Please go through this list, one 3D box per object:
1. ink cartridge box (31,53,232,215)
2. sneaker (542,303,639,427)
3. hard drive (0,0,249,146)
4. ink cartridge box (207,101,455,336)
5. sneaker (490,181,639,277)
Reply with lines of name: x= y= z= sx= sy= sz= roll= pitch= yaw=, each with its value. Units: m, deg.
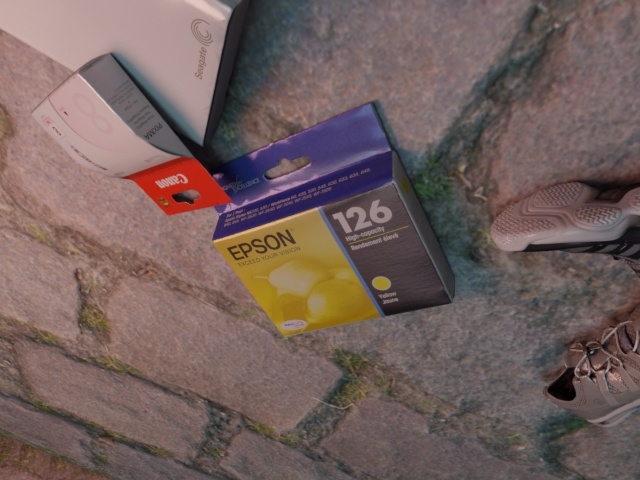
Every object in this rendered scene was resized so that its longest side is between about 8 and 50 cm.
ink cartridge box: x=-0.259 y=-0.113 z=0.606 sx=0.189 sy=0.066 sz=0.232 roll=-5 pitch=128 yaw=43
sneaker: x=0.422 y=0.184 z=0.646 sx=0.116 sy=0.105 sz=0.281 roll=11 pitch=130 yaw=8
hard drive: x=-0.264 y=-0.267 z=0.485 sx=0.353 sy=0.047 sz=0.233 roll=29 pitch=151 yaw=-8
ink cartridge box: x=0.000 y=0.000 z=0.653 sx=0.304 sy=0.072 sz=0.307 roll=-17 pitch=123 yaw=28
sneaker: x=0.354 y=0.006 z=0.525 sx=0.269 sy=0.101 sz=0.153 roll=-14 pitch=120 yaw=23
